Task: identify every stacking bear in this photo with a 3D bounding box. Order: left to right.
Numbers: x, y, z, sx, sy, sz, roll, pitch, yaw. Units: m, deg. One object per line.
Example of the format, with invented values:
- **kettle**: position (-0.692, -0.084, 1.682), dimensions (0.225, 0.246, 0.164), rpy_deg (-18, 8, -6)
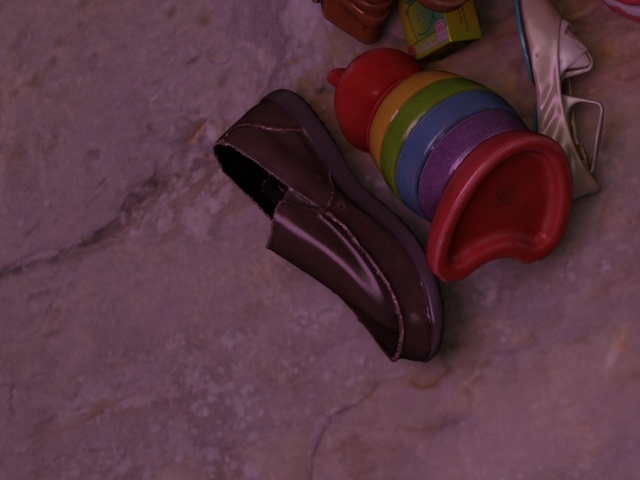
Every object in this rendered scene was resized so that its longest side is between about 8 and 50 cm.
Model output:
- **stacking bear**: position (0.118, -0.108, 1.672), dimensions (0.289, 0.175, 0.164), rpy_deg (44, 135, 43)

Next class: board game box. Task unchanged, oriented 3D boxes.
- **board game box**: position (0.119, -0.297, 1.734), dimensions (0.043, 0.092, 0.181), rpy_deg (-11, 85, -26)

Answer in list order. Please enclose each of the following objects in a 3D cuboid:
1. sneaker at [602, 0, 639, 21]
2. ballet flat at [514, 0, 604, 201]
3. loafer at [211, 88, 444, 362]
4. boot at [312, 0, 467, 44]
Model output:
- **sneaker**: position (0.252, -0.345, 1.680), dimensions (0.314, 0.136, 0.116), rpy_deg (27, 93, 20)
- **ballet flat**: position (0.264, -0.162, 1.688), dimensions (0.086, 0.086, 0.248), rpy_deg (-6, 91, 18)
- **loafer**: position (0.000, 0.000, 1.719), dimensions (0.130, 0.134, 0.366), rpy_deg (-25, 63, -24)
- **boot**: position (0.062, -0.287, 1.687), dimensions (0.109, 0.220, 0.283), rpy_deg (-22, 58, -27)
